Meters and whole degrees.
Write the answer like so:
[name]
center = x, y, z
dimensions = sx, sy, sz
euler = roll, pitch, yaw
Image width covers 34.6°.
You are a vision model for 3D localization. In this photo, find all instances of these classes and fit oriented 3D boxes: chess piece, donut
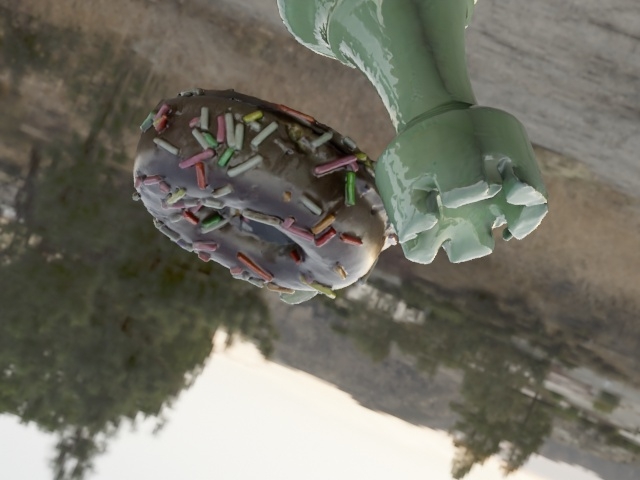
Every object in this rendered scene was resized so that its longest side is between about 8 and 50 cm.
[chess piece]
center = 0.081, -0.135, 0.832
dimensions = 0.195, 0.299, 0.194
euler = -12, 152, -6
[donut]
center = -0.055, -0.036, 0.957
dimensions = 0.270, 0.103, 0.269
euler = 22, 161, 8

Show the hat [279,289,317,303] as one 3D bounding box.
[hat]
center = 0.004, -0.002, 1.311
dimensions = 0.081, 0.166, 0.122
euler = 114, 131, -85
